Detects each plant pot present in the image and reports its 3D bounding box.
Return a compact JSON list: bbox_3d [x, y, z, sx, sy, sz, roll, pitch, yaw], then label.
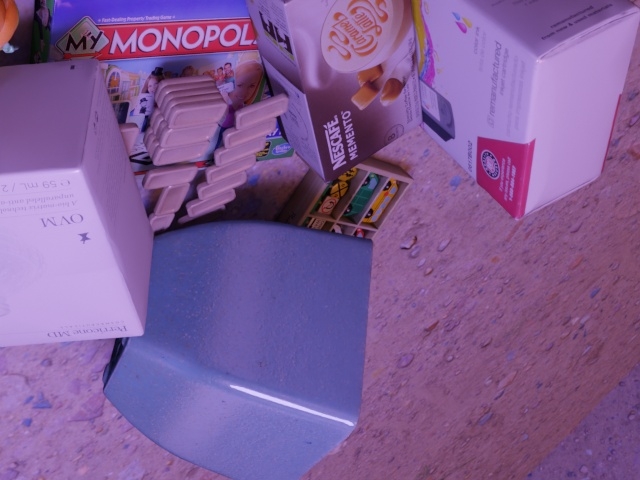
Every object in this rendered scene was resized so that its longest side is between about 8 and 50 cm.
[{"bbox_3d":[-0.108,0.118,1.093,0.252,0.247,0.248,18,143,-15],"label":"plant pot"}]

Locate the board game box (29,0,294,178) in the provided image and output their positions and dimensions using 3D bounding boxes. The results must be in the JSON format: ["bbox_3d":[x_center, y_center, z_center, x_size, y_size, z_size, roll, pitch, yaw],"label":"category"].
[{"bbox_3d":[-0.141,-0.166,0.962,0.317,0.046,0.214,-13,137,-36],"label":"board game box"}]

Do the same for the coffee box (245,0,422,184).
[{"bbox_3d":[0.016,-0.197,0.955,0.141,0.098,0.247,-32,144,-15],"label":"coffee box"}]

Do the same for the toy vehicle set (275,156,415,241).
[{"bbox_3d":[0.000,0.000,1.285,0.166,0.035,0.267,10,121,-48],"label":"toy vehicle set"}]

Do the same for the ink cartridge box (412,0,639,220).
[{"bbox_3d":[0.167,-0.207,0.989,0.131,0.306,0.226,-29,143,-17],"label":"ink cartridge box"}]

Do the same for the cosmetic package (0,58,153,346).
[{"bbox_3d":[-0.282,-0.021,0.823,0.223,0.138,0.225,-5,141,2],"label":"cosmetic package"}]

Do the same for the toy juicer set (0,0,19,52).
[{"bbox_3d":[-0.365,-0.117,0.653,0.328,0.209,0.090,-19,112,-29],"label":"toy juicer set"}]

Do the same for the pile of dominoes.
[{"bbox_3d":[-0.159,-0.077,0.984,0.195,0.040,0.251,-14,156,-34],"label":"pile of dominoes"}]
